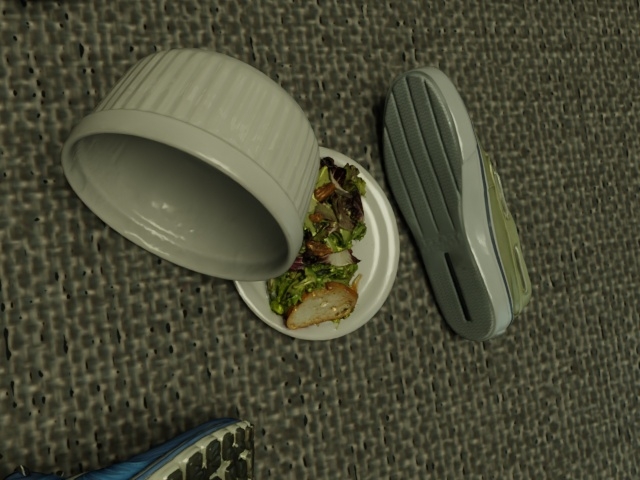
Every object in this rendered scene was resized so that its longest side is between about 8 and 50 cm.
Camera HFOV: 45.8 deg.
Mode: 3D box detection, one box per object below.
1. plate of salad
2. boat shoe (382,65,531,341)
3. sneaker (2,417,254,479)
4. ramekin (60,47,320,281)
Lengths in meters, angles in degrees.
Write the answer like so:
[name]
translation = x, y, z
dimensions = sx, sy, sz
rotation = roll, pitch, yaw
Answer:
[plate of salad]
translation = 0.000, 0.000, 0.762
dimensions = 0.200, 0.048, 0.200
rotation = 4, 81, -26
[boat shoe]
translation = 0.150, -0.042, 0.826
dimensions = 0.094, 0.109, 0.302
rotation = -26, 104, -42
[sneaker]
translation = -0.183, 0.214, 0.592
dimensions = 0.330, 0.147, 0.130
rotation = -18, 118, -48
[ramekin]
translation = -0.098, -0.065, 0.638
dimensions = 0.207, 0.207, 0.109
rotation = 33, 61, -19
